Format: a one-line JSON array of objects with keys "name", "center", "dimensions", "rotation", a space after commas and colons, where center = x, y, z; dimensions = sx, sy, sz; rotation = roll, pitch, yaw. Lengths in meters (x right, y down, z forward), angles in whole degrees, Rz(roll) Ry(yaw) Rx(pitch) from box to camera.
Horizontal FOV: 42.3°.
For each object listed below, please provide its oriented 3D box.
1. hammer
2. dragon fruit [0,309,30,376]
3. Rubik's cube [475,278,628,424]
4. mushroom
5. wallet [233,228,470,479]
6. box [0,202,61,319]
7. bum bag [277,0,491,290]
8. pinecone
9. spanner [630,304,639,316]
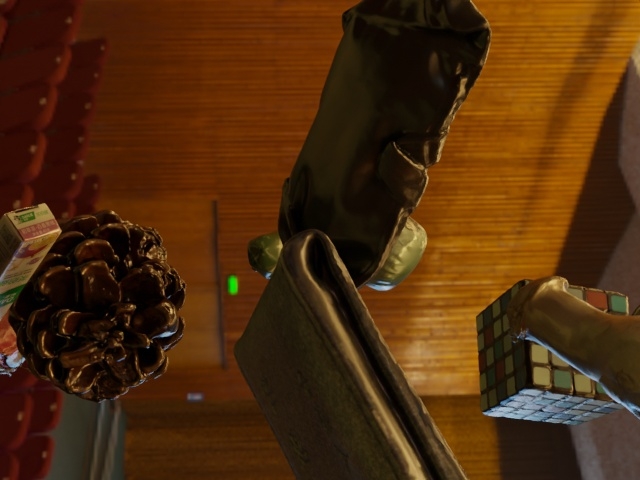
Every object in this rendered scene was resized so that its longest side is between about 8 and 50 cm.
[{"name": "hammer", "center": [0.000, 0.000, 1.065], "dimensions": [0.119, 0.206, 0.335], "rotation": [-59, 164, 24]}, {"name": "dragon fruit", "center": [-0.546, 0.116, 1.346], "dimensions": [0.293, 0.234, 0.233], "rotation": [55, 18, -34]}, {"name": "Rubik's cube", "center": [0.369, 0.183, 1.328], "dimensions": [0.182, 0.187, 0.184], "rotation": [121, -24, -63]}, {"name": "mushroom", "center": [0.249, 0.091, 0.727], "dimensions": [0.081, 0.092, 0.223], "rotation": [-64, -155, 4]}, {"name": "wallet", "center": [0.026, 0.119, 0.373], "dimensions": [0.222, 0.036, 0.167], "rotation": [60, -22, 12]}, {"name": "box", "center": [-0.351, 0.036, 0.905], "dimensions": [0.041, 0.050, 0.207], "rotation": [53, -53, 10]}, {"name": "bum bag", "center": [0.042, -0.085, 0.752], "dimensions": [0.142, 0.080, 0.326], "rotation": [39, -64, 32]}, {"name": "pinecone", "center": [-0.287, 0.096, 1.072], "dimensions": [0.257, 0.244, 0.243], "rotation": [-106, -167, -49]}, {"name": "spanner", "center": [0.407, -0.025, 0.796], "dimensions": [0.325, 0.093, 0.026], "rotation": [-54, -130, 20]}]
